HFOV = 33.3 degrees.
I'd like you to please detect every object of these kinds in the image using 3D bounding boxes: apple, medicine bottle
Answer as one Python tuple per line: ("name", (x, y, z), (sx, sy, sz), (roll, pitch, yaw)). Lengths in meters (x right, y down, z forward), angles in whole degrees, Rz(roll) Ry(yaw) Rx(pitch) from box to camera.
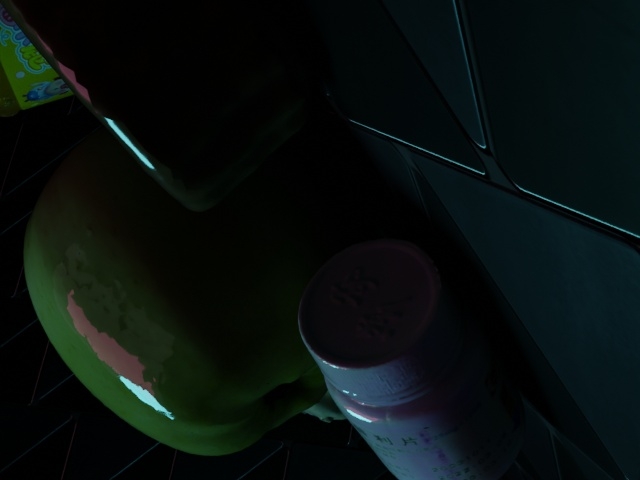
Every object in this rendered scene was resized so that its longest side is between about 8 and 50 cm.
("apple", (-0.110, 0.025, 1.084), (0.357, 0.357, 0.357), (53, 177, 4))
("medicine bottle", (0.085, 0.119, 0.958), (0.152, 0.152, 0.254), (50, 177, 43))

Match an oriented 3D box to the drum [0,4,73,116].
("drum", (-0.469, -0.416, 1.657), (0.431, 0.214, 0.431), (161, 90, -81))

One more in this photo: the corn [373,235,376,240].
("corn", (0.000, 0.000, 1.277), (0.363, 0.120, 0.120), (57, 178, 10))

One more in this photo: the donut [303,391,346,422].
("donut", (-0.032, 0.065, 1.453), (0.382, 0.142, 0.383), (40, -159, -19))

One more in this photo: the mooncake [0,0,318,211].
("mooncake", (-0.127, -0.171, 0.828), (0.290, 0.161, 0.290), (52, 178, 3))
